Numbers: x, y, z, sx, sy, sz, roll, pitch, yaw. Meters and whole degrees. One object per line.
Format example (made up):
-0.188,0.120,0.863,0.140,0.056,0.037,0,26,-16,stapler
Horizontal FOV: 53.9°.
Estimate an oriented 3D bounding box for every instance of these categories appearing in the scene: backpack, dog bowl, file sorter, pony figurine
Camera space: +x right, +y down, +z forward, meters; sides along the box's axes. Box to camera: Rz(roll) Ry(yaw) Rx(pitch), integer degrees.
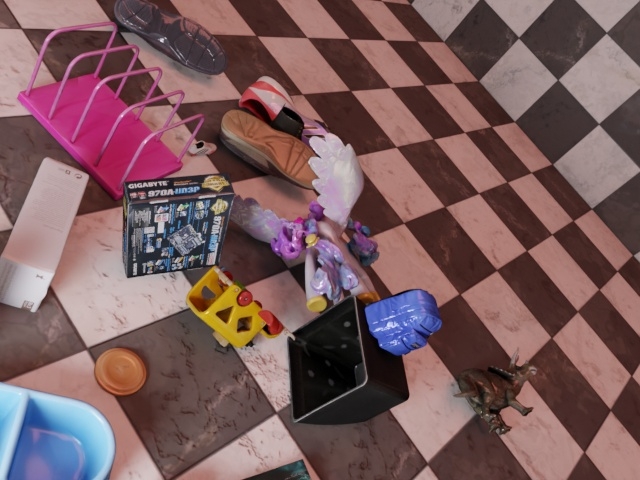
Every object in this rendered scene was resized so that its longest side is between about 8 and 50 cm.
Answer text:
0.160,0.148,1.149,0.098,0.120,0.101,31,38,-53,backpack
-0.412,0.271,0.834,0.297,0.074,0.166,22,42,-26,dog bowl
-0.409,-0.272,1.269,0.291,0.182,0.202,45,37,4,file sorter
0.000,0.000,1.342,0.351,0.302,0.364,50,18,-50,pony figurine

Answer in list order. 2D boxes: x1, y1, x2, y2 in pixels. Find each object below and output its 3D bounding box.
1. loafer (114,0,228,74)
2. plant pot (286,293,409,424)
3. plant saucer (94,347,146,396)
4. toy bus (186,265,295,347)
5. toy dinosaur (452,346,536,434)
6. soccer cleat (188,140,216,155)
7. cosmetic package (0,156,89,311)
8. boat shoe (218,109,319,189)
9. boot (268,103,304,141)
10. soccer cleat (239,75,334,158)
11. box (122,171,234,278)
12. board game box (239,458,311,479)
-0.378,-0.521,1.609,0.302,0.109,0.095,27,-4,-21,loafer
0.062,0.249,1.203,0.167,0.188,0.188,31,37,-35,plant pot
-0.323,0.211,1.020,0.083,0.013,0.084,25,41,-23,plant saucer
-0.154,0.143,1.158,0.202,0.191,0.104,44,82,7,toy bus
0.381,0.351,1.451,0.313,0.121,0.160,4,40,-34,toy dinosaur
-0.270,-0.216,1.459,0.083,0.035,0.029,-19,67,-49,soccer cleat
-0.459,-0.013,1.032,0.085,0.117,0.231,23,40,-22,cosmetic package
-0.120,-0.211,1.539,0.285,0.092,0.103,30,62,-11,boat shoe
-0.054,-0.237,1.587,0.197,0.137,0.077,33,39,-13,boot
-0.076,-0.294,1.669,0.318,0.108,0.116,44,58,-1,soccer cleat
-0.254,-0.022,1.102,0.175,0.220,0.051,-8,57,-22,box
-0.079,0.436,1.008,0.186,0.026,0.126,-1,55,-42,board game box
